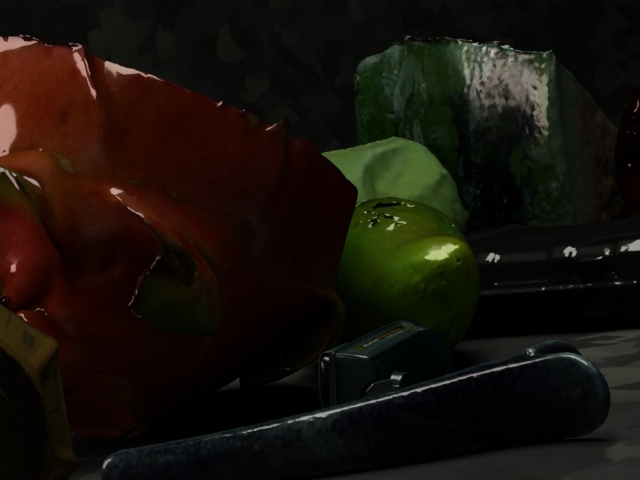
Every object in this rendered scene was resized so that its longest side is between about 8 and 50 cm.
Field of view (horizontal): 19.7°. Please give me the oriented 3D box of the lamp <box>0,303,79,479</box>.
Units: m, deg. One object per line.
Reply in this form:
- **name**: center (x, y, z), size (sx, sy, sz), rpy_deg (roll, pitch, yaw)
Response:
- **lamp**: center (-0.207, 0.088, 0.891), size (0.161, 0.161, 0.185), rpy_deg (-11, 5, -22)

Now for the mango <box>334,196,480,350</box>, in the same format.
- **mango**: center (0.053, 0.027, 1.311), size (0.111, 0.125, 0.233), rpy_deg (18, -12, -19)

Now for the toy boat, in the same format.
- **toy boat**: center (0.043, 0.079, 1.112), size (0.060, 0.055, 0.141), rpy_deg (1, 9, 26)

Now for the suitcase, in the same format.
- **suitcase**: center (0.173, 0.026, 1.457), size (0.285, 0.066, 0.206), rpy_deg (-5, 5, 33)

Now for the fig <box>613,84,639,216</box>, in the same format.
- **fig**: center (0.381, -0.094, 1.614), size (0.263, 0.224, 0.224), rpy_deg (2, 10, 33)

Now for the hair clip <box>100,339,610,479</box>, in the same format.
- **hair clip**: center (0.015, 0.099, 0.992), size (0.275, 0.048, 0.083), rpy_deg (-10, 9, 0)

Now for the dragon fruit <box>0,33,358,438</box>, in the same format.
- **dragon fruit**: center (-0.139, 0.023, 1.203), size (0.305, 0.226, 0.305), rpy_deg (17, -14, 4)

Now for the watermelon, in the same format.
- **watermelon**: center (0.180, -0.057, 1.752), size (0.264, 0.151, 0.302), rpy_deg (5, -21, 46)

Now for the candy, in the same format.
- **candy**: center (0.000, 0.000, 1.566), size (0.142, 0.132, 0.343), rpy_deg (33, 27, 24)
